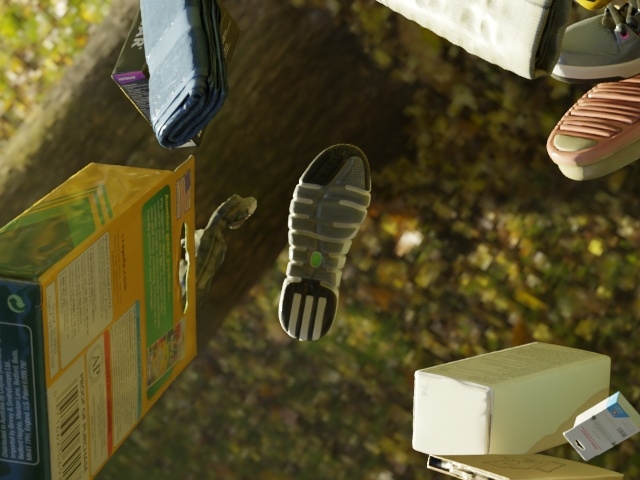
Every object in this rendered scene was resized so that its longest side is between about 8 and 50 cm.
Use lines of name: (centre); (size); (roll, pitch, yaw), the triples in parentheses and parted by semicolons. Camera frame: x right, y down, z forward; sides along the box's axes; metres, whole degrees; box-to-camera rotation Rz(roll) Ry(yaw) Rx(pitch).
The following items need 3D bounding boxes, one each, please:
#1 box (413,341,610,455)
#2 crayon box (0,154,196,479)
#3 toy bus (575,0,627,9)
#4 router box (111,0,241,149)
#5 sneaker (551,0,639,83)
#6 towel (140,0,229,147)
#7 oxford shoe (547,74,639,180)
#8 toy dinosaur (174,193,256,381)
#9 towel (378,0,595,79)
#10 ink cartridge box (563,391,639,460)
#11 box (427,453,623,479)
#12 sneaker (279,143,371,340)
box: (0.287, 0.239, 2.233); (0.148, 0.311, 0.121); (10, 102, 43)
crayon box: (-0.193, 0.065, 1.236); (0.083, 0.323, 0.203); (6, 111, 14)
toy bus: (0.300, -0.300, 1.608); (0.104, 0.202, 0.191); (45, 111, -4)
router box: (-0.159, -0.213, 1.694); (0.046, 0.179, 0.133); (-3, 143, 28)
sneaker: (0.395, -0.298, 1.748); (0.124, 0.295, 0.178); (-108, -1, -48)
towel: (-0.082, -0.119, 0.905); (0.029, 0.119, 0.067); (11, 145, -32)
oxford shoe: (0.439, -0.141, 1.811); (0.140, 0.397, 0.146); (23, 133, 53)
toy dinosaur: (-0.148, 0.058, 1.631); (0.064, 0.268, 0.118); (30, 143, -14)
towel: (0.093, -0.295, 1.004); (0.324, 0.056, 0.312); (37, 121, 45)
ink cartridge box: (0.342, 0.226, 1.819); (0.083, 0.028, 0.048); (-36, 98, 29)
box: (0.267, 0.302, 1.963); (0.201, 0.021, 0.164); (4, -178, -35)
sneaker: (0.000, 0.000, 1.748); (0.086, 0.229, 0.132); (16, -179, 1)
